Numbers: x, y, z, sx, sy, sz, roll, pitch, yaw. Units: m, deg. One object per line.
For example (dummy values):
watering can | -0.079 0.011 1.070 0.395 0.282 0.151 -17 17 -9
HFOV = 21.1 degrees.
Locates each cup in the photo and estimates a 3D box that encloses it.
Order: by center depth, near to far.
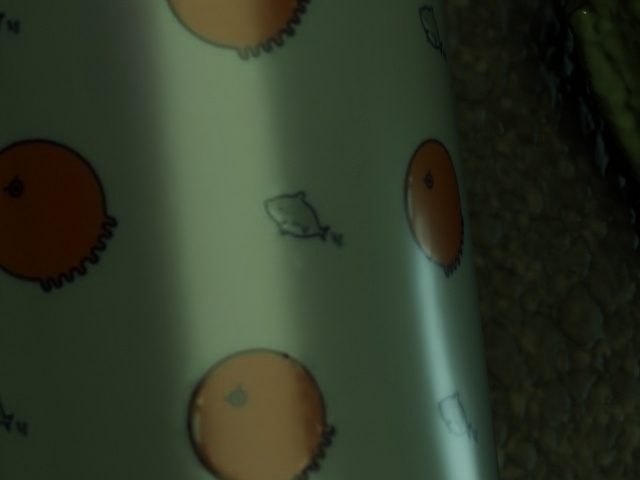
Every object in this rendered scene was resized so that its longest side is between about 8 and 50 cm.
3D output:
cup | -0.045 0.050 0.593 0.212 0.212 0.317 -7 88 -27

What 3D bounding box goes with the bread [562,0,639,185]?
bread | 0.257 -0.139 0.734 0.264 0.395 0.239 49 44 12
